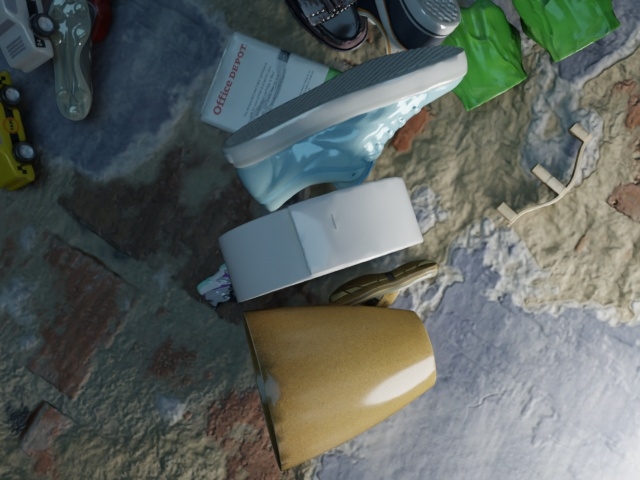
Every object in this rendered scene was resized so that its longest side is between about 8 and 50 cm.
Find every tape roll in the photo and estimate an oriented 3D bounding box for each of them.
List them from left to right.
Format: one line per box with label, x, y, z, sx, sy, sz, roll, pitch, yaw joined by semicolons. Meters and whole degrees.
tape roll;0.000;0.000;1.146;0.286;0.286;0.100;-18;87;6

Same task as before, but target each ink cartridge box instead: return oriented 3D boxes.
ink cartridge box;-0.063;-0.217;1.255;0.208;0.087;0.153;23;92;5

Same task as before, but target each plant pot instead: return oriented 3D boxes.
plant pot;0.033;0.190;1.186;0.254;0.237;0.237;-14;88;-8

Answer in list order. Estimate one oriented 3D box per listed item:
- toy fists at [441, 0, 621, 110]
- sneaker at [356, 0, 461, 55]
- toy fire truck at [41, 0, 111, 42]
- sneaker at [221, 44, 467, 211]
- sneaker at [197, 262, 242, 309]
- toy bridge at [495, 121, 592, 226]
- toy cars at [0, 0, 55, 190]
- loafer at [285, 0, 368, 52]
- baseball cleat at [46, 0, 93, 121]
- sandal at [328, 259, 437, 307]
toy fists;0.297;-0.319;1.195;0.279;0.096;0.142;-27;98;24
sneaker;0.107;-0.413;1.216;0.126;0.127;0.321;5;60;-29
toy fire truck;-0.453;-0.485;1.276;0.302;0.169;0.254;27;112;5
sneaker;0.050;-0.155;1.146;0.365;0.135;0.150;-22;116;13
sneaker;-0.144;0.072;1.287;0.098;0.038;0.069;-40;87;14
toy bridge;0.355;-0.093;1.239;0.063;0.026;0.188;42;94;4
toy cars;-0.501;-0.263;1.240;0.176;0.087;0.394;34;119;31
loafer;-0.026;-0.434;1.250;0.109;0.095;0.303;-30;86;4
baseball cleat;-0.399;-0.296;1.272;0.072;0.109;0.206;2;104;-14
sandal;0.101;0.079;1.250;0.180;0.072;0.049;-18;109;1
